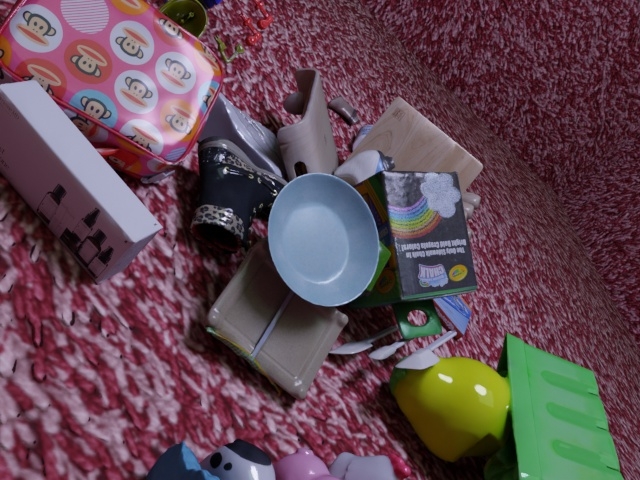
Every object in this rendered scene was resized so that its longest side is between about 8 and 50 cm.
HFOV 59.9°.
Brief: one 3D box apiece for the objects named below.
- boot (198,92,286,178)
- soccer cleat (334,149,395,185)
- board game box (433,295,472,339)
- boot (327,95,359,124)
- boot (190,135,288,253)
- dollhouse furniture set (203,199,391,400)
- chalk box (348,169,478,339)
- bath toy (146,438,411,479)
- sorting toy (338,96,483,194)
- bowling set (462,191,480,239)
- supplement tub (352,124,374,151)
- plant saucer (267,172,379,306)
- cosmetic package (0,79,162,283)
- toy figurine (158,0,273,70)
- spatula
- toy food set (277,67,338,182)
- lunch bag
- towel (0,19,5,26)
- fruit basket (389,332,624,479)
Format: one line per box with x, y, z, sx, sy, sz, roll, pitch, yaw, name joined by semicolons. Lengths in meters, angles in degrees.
-0.162;-0.206;1.067;0.258;0.095;0.123;52;22;-14;boot
0.126;-0.029;1.216;0.116;0.143;0.331;-76;148;-83;soccer cleat
0.258;0.096;1.341;0.281;0.027;0.145;50;31;0;board game box
0.072;-0.373;1.610;0.087;0.042;0.118;53;30;1;boot
-0.123;-0.044;0.937;0.236;0.085;0.179;38;41;-41;boot
-0.056;0.076;0.872;0.197;0.151;0.302;44;59;-19;dollhouse furniture set
0.155;0.033;1.027;0.180;0.179;0.289;-3;82;-28;chalk box
-0.017;0.297;0.634;0.348;0.129;0.151;20;41;-43;bath toy
0.196;-0.151;1.310;0.255;0.257;0.089;39;5;0;sorting toy
0.322;-0.026;1.495;0.154;0.200;0.287;13;16;21;bowling set
0.129;-0.272;1.543;0.071;0.071;0.107;42;29;-13;supplement tub
0.000;0.000;0.809;0.194;0.037;0.195;8;76;-34;plant saucer
-0.312;-0.070;0.681;0.239;0.099;0.060;49;29;-1;cosmetic package
-0.250;-0.520;1.257;0.191;0.217;0.363;47;70;-35;toy figurine
0.144;0.185;0.979;0.242;0.168;0.019;-4;93;-59;spatula
-0.033;-0.203;1.167;0.306;0.092;0.220;-81;161;-52;toy food set
-0.304;-0.226;0.799;0.293;0.120;0.258;33;60;-28;lunch bag
-0.397;-0.325;0.924;0.198;0.031;0.275;35;32;-26;towel
0.292;0.337;0.958;0.391;0.283;0.392;0;29;0;fruit basket
